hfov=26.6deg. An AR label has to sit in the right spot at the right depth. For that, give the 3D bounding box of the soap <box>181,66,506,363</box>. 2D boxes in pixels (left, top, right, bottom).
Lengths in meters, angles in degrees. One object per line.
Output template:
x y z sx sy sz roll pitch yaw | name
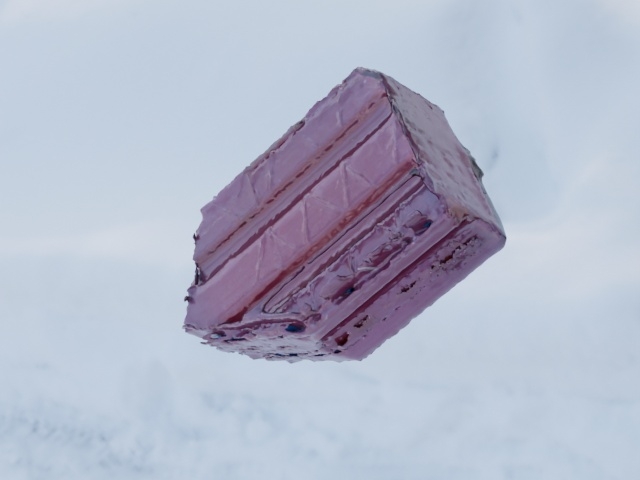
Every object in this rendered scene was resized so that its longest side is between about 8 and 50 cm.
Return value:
0.000 0.000 1.028 0.250 0.099 0.162 -39 53 24 | soap
